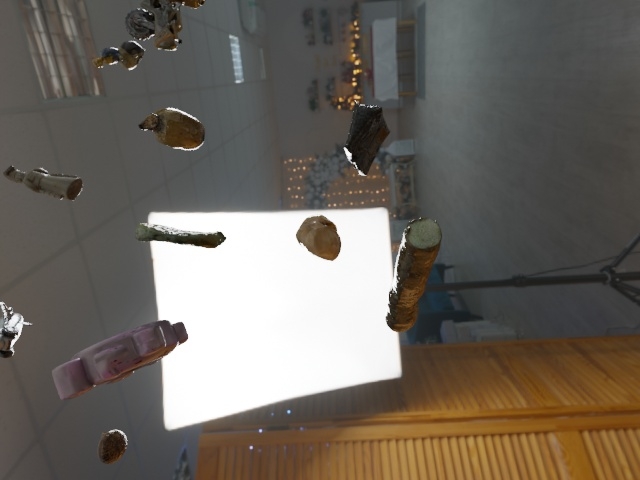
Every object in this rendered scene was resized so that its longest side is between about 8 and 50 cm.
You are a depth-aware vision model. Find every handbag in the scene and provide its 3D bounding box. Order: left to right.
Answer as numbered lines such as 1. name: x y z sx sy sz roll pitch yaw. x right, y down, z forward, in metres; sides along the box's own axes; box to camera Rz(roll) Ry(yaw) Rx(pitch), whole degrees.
1. handbag: 0.134 -0.302 1.363 0.175 0.088 0.270 -70 -19 -3

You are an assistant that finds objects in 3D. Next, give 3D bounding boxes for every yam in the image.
1. yam: 0.139 0.065 0.703 0.253 0.061 0.061 90 178 -52

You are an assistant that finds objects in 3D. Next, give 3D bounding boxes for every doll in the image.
1. doll: -0.687 -0.629 1.552 0.102 0.179 0.089 22 139 50

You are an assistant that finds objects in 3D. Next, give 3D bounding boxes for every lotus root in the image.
1. lotus root: -0.474 -0.363 1.456 0.118 0.220 0.125 -57 46 23

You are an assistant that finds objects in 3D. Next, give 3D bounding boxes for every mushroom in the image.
1. mushroom: -0.765 0.757 1.658 0.126 0.085 0.109 64 -173 -54

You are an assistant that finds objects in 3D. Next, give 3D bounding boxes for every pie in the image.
1. pie: -0.474 -0.014 1.536 0.302 0.302 0.067 -8 -74 -88

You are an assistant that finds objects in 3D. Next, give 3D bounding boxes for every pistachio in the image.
1. pistachio: 0.000 0.000 1.668 0.229 0.157 0.157 54 -151 -55

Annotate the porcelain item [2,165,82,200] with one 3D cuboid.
1. porcelain item: -0.804 -0.168 1.299 0.054 0.213 0.084 96 -171 -50

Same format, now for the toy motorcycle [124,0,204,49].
1. toy motorcycle: -0.350 -0.546 1.083 0.130 0.229 0.094 44 170 0

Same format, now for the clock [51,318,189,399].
1. clock: -0.576 0.340 1.338 0.295 0.322 0.113 49 -164 -82

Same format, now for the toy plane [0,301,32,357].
1. toy plane: -1.005 0.298 1.434 0.255 0.101 0.251 -122 52 -73
